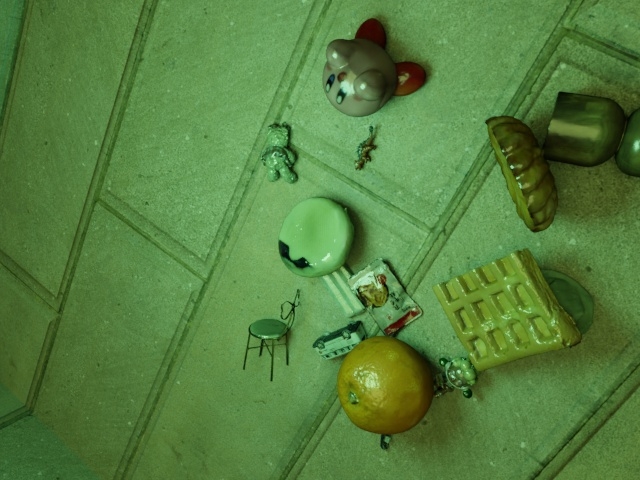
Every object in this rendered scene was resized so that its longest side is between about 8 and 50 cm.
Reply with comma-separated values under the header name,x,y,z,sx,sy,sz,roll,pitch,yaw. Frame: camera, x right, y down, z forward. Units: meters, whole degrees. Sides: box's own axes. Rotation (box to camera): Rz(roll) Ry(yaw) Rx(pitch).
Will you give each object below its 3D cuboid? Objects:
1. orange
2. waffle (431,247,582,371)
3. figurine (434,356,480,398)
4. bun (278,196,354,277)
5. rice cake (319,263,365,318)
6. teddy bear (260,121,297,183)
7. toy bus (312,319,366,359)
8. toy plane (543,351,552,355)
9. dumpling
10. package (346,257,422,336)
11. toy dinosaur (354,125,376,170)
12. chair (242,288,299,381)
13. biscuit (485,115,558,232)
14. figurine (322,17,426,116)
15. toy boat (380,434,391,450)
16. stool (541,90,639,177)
name,x,y,z,sx,sy,sz,roll,pitch,yaw
orange,0.202,0.460,1.560,0.312,0.312,0.312,5,102,24
waffle,0.517,0.208,1.403,0.348,0.077,0.304,-38,74,49
figurine,0.426,0.442,1.563,0.197,0.093,0.147,-46,69,26
bun,0.000,0.000,1.633,0.283,0.179,0.283,-13,65,29
rice cake,0.080,0.165,1.699,0.124,0.038,0.211,-32,87,26
teddy bear,-0.154,-0.298,1.676,0.133,0.111,0.213,2,102,21
toy bus,0.068,0.356,1.719,0.194,0.087,0.089,-27,98,26
toy plane,0.617,0.268,1.447,0.174,0.080,0.174,-1,87,11
dumpling,0.669,0.175,1.393,0.219,0.153,0.108,52,140,17
package,0.213,0.189,1.630,0.154,0.030,0.239,-37,92,17
toy dinosaur,0.144,-0.294,1.573,0.055,0.049,0.154,27,115,21
chair,-0.180,0.329,1.794,0.170,0.160,0.325,13,110,21
biscuit,0.526,-0.180,1.266,0.107,0.326,0.325,-24,90,20
figurine,0.125,-0.483,1.468,0.269,0.261,0.211,49,143,8
toy boat,0.234,0.707,1.736,0.038,0.038,0.083,7,103,24
stool,0.715,-0.269,1.238,0.264,0.179,0.179,16,107,22
